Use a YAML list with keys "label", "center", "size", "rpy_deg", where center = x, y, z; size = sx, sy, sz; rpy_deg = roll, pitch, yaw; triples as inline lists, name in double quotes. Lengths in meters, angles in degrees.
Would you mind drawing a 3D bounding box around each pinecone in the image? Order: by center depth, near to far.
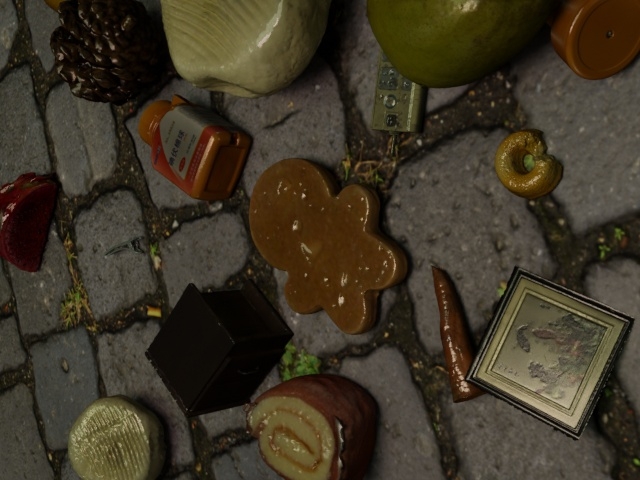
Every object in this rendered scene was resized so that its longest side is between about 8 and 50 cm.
- label: "pinecone"
  center: [-0.447, -0.393, 1.721]
  size: [0.243, 0.244, 0.257]
  rpy_deg: [58, 153, 22]

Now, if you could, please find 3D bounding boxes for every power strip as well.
- label: "power strip"
  center: [0.135, -0.272, 1.371]
  size: [0.092, 0.034, 0.267]
  rpy_deg: [11, 98, 37]

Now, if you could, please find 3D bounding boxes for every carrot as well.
- label: "carrot"
  center: [0.215, 0.144, 1.315]
  size: [0.057, 0.057, 0.224]
  rpy_deg: [-23, 71, 37]

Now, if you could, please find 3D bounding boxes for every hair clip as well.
- label: "hair clip"
  center: [-0.441, 0.022, 1.841]
  size: [0.115, 0.030, 0.039]
  rpy_deg: [-16, 82, 38]

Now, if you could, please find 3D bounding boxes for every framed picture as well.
- label: "framed picture"
  center: [0.331, 0.163, 1.209]
  size: [0.195, 0.010, 0.199]
  rpy_deg: [25, 92, 35]

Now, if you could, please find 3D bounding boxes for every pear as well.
- label: "pear"
  center: [0.196, -0.347, 1.171]
  size: [0.307, 0.253, 0.252]
  rpy_deg: [-166, 78, -75]

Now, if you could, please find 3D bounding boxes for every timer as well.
- label: "timer"
  center: [0.362, -0.314, 1.155]
  size: [0.132, 0.132, 0.152]
  rpy_deg: [-63, 33, 21]

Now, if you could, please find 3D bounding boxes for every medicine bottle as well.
- label: "medicine bottle"
  center: [-0.260, -0.190, 1.639]
  size: [0.222, 0.112, 0.149]
  rpy_deg: [35, 112, 32]

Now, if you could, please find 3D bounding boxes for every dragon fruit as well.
- label: "dragon fruit"
  center: [-0.744, -0.061, 2.021]
  size: [0.163, 0.189, 0.261]
  rpy_deg: [23, 104, 4]

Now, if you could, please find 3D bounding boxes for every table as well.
- label: "table"
  center: [-0.189, 0.201, 1.557]
  size: [0.172, 0.169, 0.193]
  rpy_deg: [49, 118, 27]

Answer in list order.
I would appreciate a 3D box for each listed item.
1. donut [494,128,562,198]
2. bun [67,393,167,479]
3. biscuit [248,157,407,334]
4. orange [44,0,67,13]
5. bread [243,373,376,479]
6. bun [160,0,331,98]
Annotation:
- label: "donut"
  center: [0.306, -0.114, 1.236]
  size: [0.097, 0.043, 0.108]
  rpy_deg: [-45, 61, 30]
- label: "bun"
  center: [-0.430, 0.442, 1.777]
  size: [0.221, 0.134, 0.220]
  rpy_deg: [1, 94, 11]
- label: "biscuit"
  center: [0.002, 0.000, 1.474]
  size: [0.355, 0.052, 0.275]
  rpy_deg: [42, 115, 31]
- label: "orange"
  center: [-0.553, -0.609, 1.831]
  size: [0.179, 0.158, 0.237]
  rpy_deg: [53, 127, 44]
- label: "bread"
  center: [-0.015, 0.331, 1.451]
  size: [0.244, 0.123, 0.190]
  rpy_deg: [20, 102, 36]
- label: "bun"
  center: [-0.115, -0.420, 1.445]
  size: [0.349, 0.227, 0.352]
  rpy_deg: [41, 117, 30]
